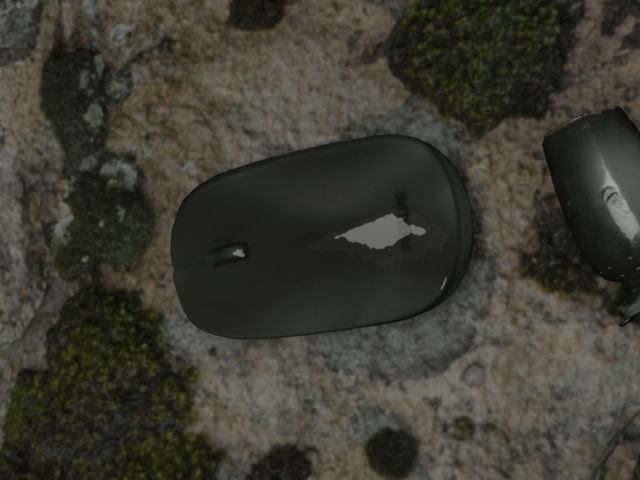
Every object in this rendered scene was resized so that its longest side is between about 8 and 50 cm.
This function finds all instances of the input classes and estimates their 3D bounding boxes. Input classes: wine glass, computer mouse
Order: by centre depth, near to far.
[{"bbox_3d":[0.300,-0.028,1.890,0.111,0.111,0.204,-26,81,13],"label":"wine glass"},{"bbox_3d":[-0.002,-0.001,1.986,0.331,0.095,0.197,-12,79,15],"label":"computer mouse"}]
